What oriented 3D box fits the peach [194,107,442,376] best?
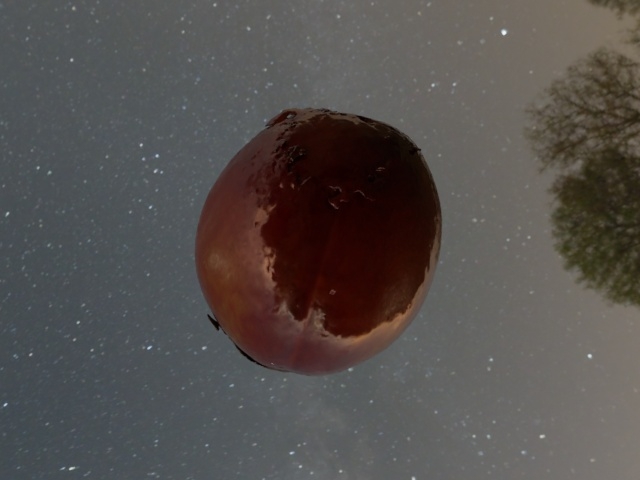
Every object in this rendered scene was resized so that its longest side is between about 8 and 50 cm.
[{"bbox_3d":[0.000,0.000,0.804,0.370,0.370,0.370,25,-131,-33],"label":"peach"}]
